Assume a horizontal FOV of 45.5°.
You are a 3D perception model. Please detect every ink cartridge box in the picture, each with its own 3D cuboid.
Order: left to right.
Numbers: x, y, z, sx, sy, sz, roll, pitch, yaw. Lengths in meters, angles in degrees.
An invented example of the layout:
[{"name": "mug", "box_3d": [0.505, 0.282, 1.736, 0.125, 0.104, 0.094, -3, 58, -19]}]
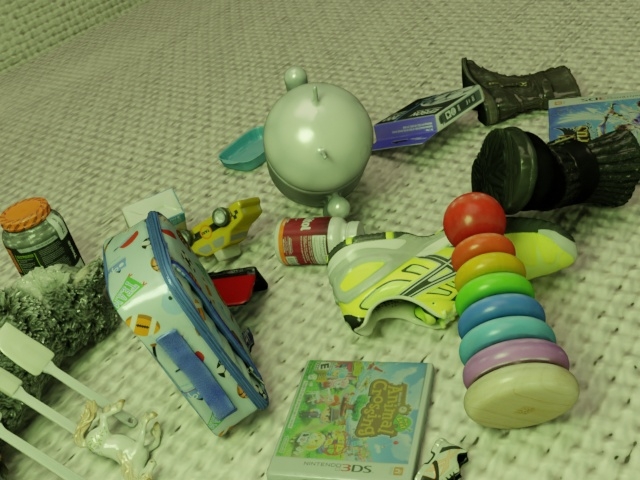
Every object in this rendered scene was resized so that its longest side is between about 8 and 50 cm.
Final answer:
[{"name": "ink cartridge box", "box_3d": [-0.317, -0.021, 1.492, 0.104, 0.181, 0.062, -24, 72, -15]}, {"name": "ink cartridge box", "box_3d": [0.216, -0.263, 1.660, 0.208, 0.045, 0.206, -37, 20, -28]}]

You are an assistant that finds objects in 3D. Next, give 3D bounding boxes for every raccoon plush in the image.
[{"name": "raccoon plush", "box_3d": [-0.433, 0.224, 1.193, 0.299, 0.216, 0.447, -12, 61, -23]}]

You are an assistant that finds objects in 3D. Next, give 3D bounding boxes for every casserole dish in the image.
[{"name": "casserole dish", "box_3d": [-0.156, -0.214, 1.794, 0.114, 0.037, 0.188, 12, 42, 34]}]

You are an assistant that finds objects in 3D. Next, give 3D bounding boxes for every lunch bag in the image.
[{"name": "lunch bag", "box_3d": [-0.182, 0.122, 1.073, 0.115, 0.303, 0.243, -32, 34, -3]}]

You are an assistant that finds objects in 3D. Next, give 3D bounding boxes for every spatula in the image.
[{"name": "spatula", "box_3d": [-0.392, 0.243, 1.076, 0.019, 0.242, 0.168, -44, 12, 40]}]

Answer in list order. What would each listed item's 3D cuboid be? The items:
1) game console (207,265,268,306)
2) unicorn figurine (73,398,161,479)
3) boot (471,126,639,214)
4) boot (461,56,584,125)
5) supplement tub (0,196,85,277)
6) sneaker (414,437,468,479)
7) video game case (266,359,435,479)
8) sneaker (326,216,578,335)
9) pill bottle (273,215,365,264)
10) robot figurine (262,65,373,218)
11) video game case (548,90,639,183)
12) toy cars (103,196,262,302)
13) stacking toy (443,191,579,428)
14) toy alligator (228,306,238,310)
[{"name": "game console", "box_3d": [-0.171, 0.098, 1.296, 0.143, 0.124, 0.085, -7, 63, 10]}, {"name": "unicorn figurine", "box_3d": [-0.270, 0.286, 1.067, 0.161, 0.060, 0.111, 10, 48, 15]}, {"name": "boot", "box_3d": [0.388, -0.112, 1.204, 0.260, 0.131, 0.348, -4, 0, 4]}, {"name": "boot", "box_3d": [0.449, -0.351, 1.724, 0.228, 0.091, 0.263, -14, 43, 0]}, {"name": "supplement tub", "box_3d": [-0.522, 0.021, 1.444, 0.116, 0.191, 0.117, -10, 33, 6]}, {"name": "sneaker", "box_3d": [0.145, 0.286, 0.926, 0.043, 0.040, 0.109, 10, 41, 30]}, {"name": "video game case", "box_3d": [0.046, 0.245, 1.040, 0.193, 0.023, 0.212, -2, 35, 19]}, {"name": "sneaker", "box_3d": [0.207, 0.063, 1.183, 0.384, 0.145, 0.147, -9, 63, 5]}, {"name": "pill bottle", "box_3d": [0.000, 0.000, 1.367, 0.151, 0.086, 0.086, -2, 35, 18]}, {"name": "robot figurine", "box_3d": [-0.006, -0.175, 1.444, 0.199, 0.300, 0.353, -21, -6, -4]}, {"name": "video game case", "box_3d": [0.566, -0.200, 1.468, 0.244, 0.061, 0.270, -4, 35, 18]}, {"name": "toy cars", "box_3d": [-0.278, 0.037, 1.411, 0.393, 0.087, 0.176, -25, -5, -15]}, {"name": "stacking toy", "box_3d": [0.236, 0.074, 1.025, 0.141, 0.141, 0.330, -10, 53, 7]}, {"name": "toy alligator", "box_3d": [-0.205, 0.147, 1.268, 0.189, 0.056, 0.051, -15, 74, -18]}]
